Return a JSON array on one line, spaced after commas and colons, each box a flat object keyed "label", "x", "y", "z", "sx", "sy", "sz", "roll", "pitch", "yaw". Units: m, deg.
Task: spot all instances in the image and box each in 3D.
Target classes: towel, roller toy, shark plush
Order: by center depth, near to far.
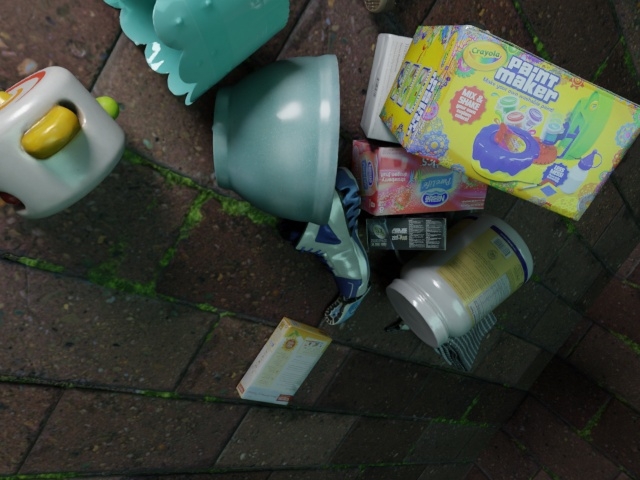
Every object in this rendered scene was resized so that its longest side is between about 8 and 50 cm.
[{"label": "roller toy", "x": -0.390, "y": -0.139, "z": 0.607, "sx": 0.191, "sy": 0.209, "sz": 0.146, "roll": -27, "pitch": 131, "yaw": 8}, {"label": "shark plush", "x": 0.287, "y": 0.285, "z": 1.435, "sx": 0.161, "sy": 0.073, "sz": 0.067, "roll": -21, "pitch": 159, "yaw": -30}, {"label": "towel", "x": 0.474, "y": 0.287, "z": 1.466, "sx": 0.284, "sy": 0.121, "sz": 0.235, "roll": 48, "pitch": 63, "yaw": -42}]

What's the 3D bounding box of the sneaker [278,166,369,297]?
[{"label": "sneaker", "x": 0.000, "y": -0.001, "z": 1.025, "sx": 0.182, "sy": 0.127, "sz": 0.316, "roll": -21, "pitch": 120, "yaw": -19}]

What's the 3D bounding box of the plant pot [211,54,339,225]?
[{"label": "plant pot", "x": -0.081, "y": -0.175, "z": 0.771, "sx": 0.196, "sy": 0.293, "sz": 0.294, "roll": 1, "pitch": 119, "yaw": -6}]

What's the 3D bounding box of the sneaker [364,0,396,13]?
[{"label": "sneaker", "x": 0.124, "y": -0.535, "z": 0.827, "sx": 0.071, "sy": 0.066, "sz": 0.189, "roll": -27, "pitch": 136, "yaw": -40}]

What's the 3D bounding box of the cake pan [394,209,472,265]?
[{"label": "cake pan", "x": 0.308, "y": -0.058, "z": 1.238, "sx": 0.292, "sy": 0.054, "sz": 0.294, "roll": -17, "pitch": 125, "yaw": -26}]

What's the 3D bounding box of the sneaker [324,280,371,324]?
[{"label": "sneaker", "x": 0.080, "y": 0.170, "z": 1.228, "sx": 0.162, "sy": 0.063, "sz": 0.073, "roll": -46, "pitch": 150, "yaw": 3}]

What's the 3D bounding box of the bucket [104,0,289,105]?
[{"label": "bucket", "x": -0.184, "y": -0.349, "z": 0.581, "sx": 0.183, "sy": 0.281, "sz": 0.281, "roll": -38, "pitch": 132, "yaw": -12}]

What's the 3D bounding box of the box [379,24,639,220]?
[{"label": "box", "x": 0.278, "y": -0.206, "z": 0.712, "sx": 0.289, "sy": 0.279, "sz": 0.177, "roll": 20, "pitch": 113, "yaw": -10}]

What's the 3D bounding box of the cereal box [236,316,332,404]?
[{"label": "cereal box", "x": -0.097, "y": 0.336, "z": 1.200, "sx": 0.173, "sy": 0.047, "sz": 0.240, "roll": 30, "pitch": 98, "yaw": -42}]

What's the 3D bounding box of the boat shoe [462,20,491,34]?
[{"label": "boat shoe", "x": 0.364, "y": -0.338, "z": 1.076, "sx": 0.158, "sy": 0.127, "sz": 0.341, "roll": -39, "pitch": 124, "yaw": 0}]

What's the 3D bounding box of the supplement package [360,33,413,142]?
[{"label": "supplement package", "x": 0.206, "y": -0.303, "z": 0.902, "sx": 0.202, "sy": 0.149, "sz": 0.195, "roll": 8, "pitch": 116, "yaw": -5}]

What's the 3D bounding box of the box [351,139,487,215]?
[{"label": "box", "x": 0.231, "y": -0.151, "z": 1.024, "sx": 0.299, "sy": 0.142, "sz": 0.154, "roll": -4, "pitch": 110, "yaw": -21}]

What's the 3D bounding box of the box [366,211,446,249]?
[{"label": "box", "x": 0.210, "y": -0.035, "z": 1.058, "sx": 0.147, "sy": 0.179, "sz": 0.078, "roll": -48, "pitch": 136, "yaw": -67}]

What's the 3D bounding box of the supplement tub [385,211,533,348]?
[{"label": "supplement tub", "x": 0.367, "y": 0.105, "z": 1.179, "sx": 0.331, "sy": 0.241, "sz": 0.241, "roll": -37, "pitch": 132, "yaw": -10}]
